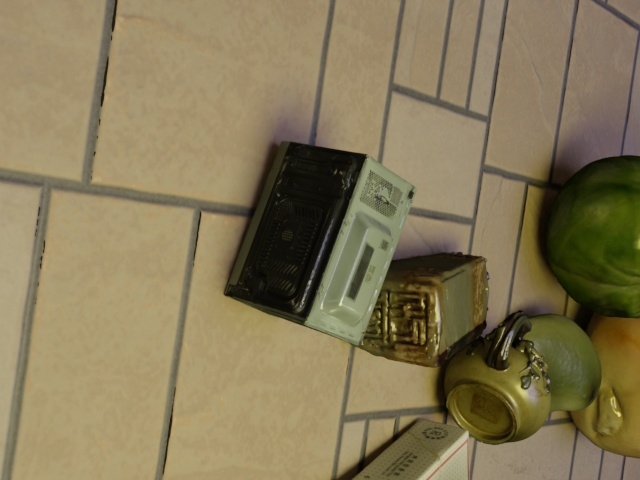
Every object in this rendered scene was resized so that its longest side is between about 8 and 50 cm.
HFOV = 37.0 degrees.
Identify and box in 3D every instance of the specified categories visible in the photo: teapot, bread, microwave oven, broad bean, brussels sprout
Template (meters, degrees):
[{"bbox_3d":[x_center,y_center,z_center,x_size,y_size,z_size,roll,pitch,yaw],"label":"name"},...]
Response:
[{"bbox_3d":[0.296,0.213,1.528,0.182,0.173,0.270,-42,144,-43],"label":"teapot"},{"bbox_3d":[0.658,0.244,1.891,0.376,0.252,0.348,-34,132,-43],"label":"bread"},{"bbox_3d":[0.000,0.000,1.155,0.122,0.162,0.208,27,80,-48],"label":"microwave oven"},{"bbox_3d":[0.407,0.225,1.708,0.263,0.121,0.189,17,89,-47],"label":"broad bean"},{"bbox_3d":[0.577,-0.004,1.709,0.289,0.354,0.281,104,-4,-47],"label":"brussels sprout"}]

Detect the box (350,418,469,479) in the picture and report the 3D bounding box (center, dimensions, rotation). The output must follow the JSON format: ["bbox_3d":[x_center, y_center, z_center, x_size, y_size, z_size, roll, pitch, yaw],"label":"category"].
[{"bbox_3d":[0.106,0.427,1.388,0.330,0.095,0.210,-28,120,-51],"label":"box"}]

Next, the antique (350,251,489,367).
[{"bbox_3d":[0.166,0.089,1.397,0.284,0.150,0.125,-11,104,-57],"label":"antique"}]
